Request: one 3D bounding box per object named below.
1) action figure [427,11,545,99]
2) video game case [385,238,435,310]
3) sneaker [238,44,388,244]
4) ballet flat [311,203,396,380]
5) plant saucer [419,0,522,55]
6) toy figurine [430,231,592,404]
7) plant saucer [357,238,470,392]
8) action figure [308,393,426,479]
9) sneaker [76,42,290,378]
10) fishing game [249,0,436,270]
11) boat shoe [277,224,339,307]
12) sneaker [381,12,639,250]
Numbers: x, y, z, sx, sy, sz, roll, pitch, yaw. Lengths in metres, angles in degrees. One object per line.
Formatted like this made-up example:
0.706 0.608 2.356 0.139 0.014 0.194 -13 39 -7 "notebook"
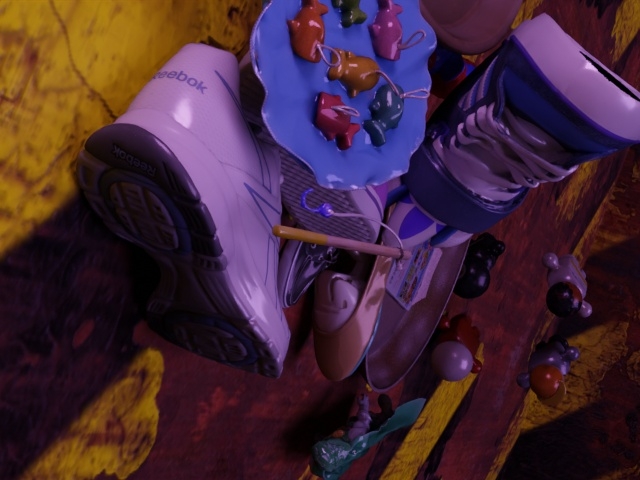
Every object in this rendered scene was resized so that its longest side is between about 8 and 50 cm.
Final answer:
0.134 -0.207 1.026 0.139 0.091 0.280 -57 159 3 "action figure"
0.095 0.022 1.134 0.087 0.011 0.122 -66 159 -9 "video game case"
0.008 -0.118 0.827 0.282 0.102 0.161 69 37 -68 "sneaker"
0.031 0.023 1.053 0.073 0.080 0.232 25 83 -41 "ballet flat"
0.101 -0.286 0.841 0.278 0.041 0.278 -3 94 -55 "plant saucer"
0.268 0.110 1.493 0.148 0.209 0.213 -49 151 -64 "toy figurine"
0.107 0.027 1.248 0.310 0.050 0.311 -51 153 -41 "plant saucer"
0.036 0.223 1.201 0.137 0.063 0.232 -41 170 12 "action figure"
-0.062 -0.005 0.731 0.297 0.111 0.129 82 30 -54 "sneaker"
0.026 -0.122 0.680 0.189 0.041 0.264 18 76 -48 "fishing game"
0.000 0.000 0.970 0.142 0.040 0.049 -64 159 -13 "boat shoe"
0.145 -0.062 0.890 0.236 0.130 0.323 -51 -173 13 "sneaker"
